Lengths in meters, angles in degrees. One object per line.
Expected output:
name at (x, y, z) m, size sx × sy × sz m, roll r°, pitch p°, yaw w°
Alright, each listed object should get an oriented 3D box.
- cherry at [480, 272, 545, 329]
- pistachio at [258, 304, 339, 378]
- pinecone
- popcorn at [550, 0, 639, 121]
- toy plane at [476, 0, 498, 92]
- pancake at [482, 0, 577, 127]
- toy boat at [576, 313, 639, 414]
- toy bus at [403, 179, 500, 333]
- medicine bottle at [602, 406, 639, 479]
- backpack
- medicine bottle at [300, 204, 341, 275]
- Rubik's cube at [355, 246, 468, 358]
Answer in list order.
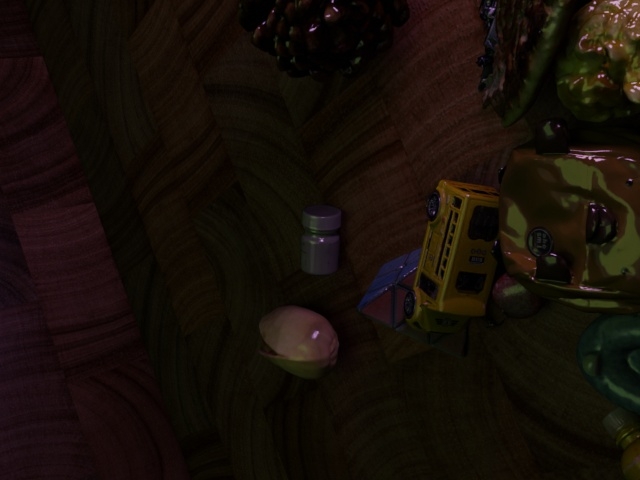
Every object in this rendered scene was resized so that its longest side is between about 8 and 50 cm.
cherry at (0.386, 0.127, 1.658) m, size 0.225 × 0.107 × 0.090 m, roll -44°, pitch 25°, yaw 52°
pistachio at (-0.065, 0.280, 2.178) m, size 0.299 × 0.188 × 0.187 m, roll 10°, pitch 109°, yaw 53°
pinecone at (0.000, -0.550, 1.702) m, size 0.398 × 0.398 × 0.397 m, roll 19°, pitch 116°, yaw 46°
popcorn at (0.490, -0.291, 1.310) m, size 0.235 × 0.181 × 0.216 m, roll -19°, pitch 66°, yaw 35°
toy plane at (0.347, -0.394, 1.551) m, size 0.169 × 0.078 × 0.246 m, roll 47°, pitch 133°, yaw 29°
pancake at (0.358, -0.406, 1.358) m, size 0.305 × 0.067 × 0.426 m, roll -128°, pitch 38°, yaw -76°
toy boat at (0.602, 0.226, 1.407) m, size 0.330 × 0.123 × 0.215 m, roll 15°, pitch 114°, yaw 46°
toy bus at (0.285, 0.050, 1.651) m, size 0.151 × 0.145 × 0.331 m, roll -135°, pitch 54°, yaw -67°
medicine bottle at (0.609, 0.404, 1.457) m, size 0.212 × 0.122 × 0.121 m, roll 60°, pitch 140°, yaw 36°
backpack at (0.486, -0.042, 1.393) m, size 0.378 × 0.201 × 0.353 m, roll 4°, pitch 101°, yaw 43°
medicine bottle at (0.000, 0.000, 2.075) m, size 0.105 × 0.105 × 0.168 m, roll 25°, pitch 120°, yaw 44°
Rubik's cube at (0.226, 0.116, 1.811) m, size 0.233 × 0.228 × 0.228 m, roll 5°, pitch 152°, yaw 14°
